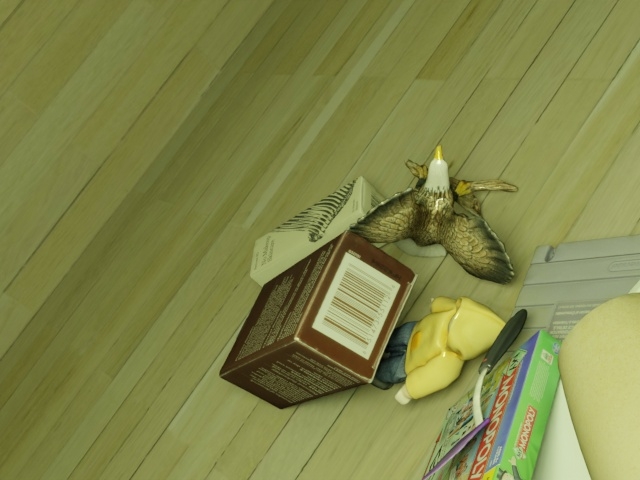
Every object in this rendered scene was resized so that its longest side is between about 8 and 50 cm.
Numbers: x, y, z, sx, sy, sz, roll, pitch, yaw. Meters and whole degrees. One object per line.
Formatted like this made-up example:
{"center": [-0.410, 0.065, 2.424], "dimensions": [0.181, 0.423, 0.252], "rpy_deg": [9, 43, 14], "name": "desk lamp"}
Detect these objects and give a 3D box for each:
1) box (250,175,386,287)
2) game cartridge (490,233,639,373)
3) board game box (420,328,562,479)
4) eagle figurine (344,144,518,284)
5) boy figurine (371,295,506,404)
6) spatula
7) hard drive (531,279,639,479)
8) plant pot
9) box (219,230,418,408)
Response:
{"center": [0.000, 0.000, 1.873], "dimensions": [0.275, 0.094, 0.113], "rpy_deg": [-31, 33, 27], "name": "box"}
{"center": [0.398, 0.095, 1.272], "dimensions": [0.355, 0.068, 0.230], "rpy_deg": [-8, 52, 49], "name": "game cartridge"}
{"center": [0.185, 0.270, 1.187], "dimensions": [0.213, 0.046, 0.317], "rpy_deg": [-52, 3, 41], "name": "board game box"}
{"center": [0.173, -0.034, 1.525], "dimensions": [0.226, 0.225, 0.298], "rpy_deg": [-24, 22, 22], "name": "eagle figurine"}
{"center": [0.156, 0.154, 1.435], "dimensions": [0.285, 0.092, 0.177], "rpy_deg": [-28, 32, 60], "name": "boy figurine"}
{"center": [0.201, 0.181, 1.219], "dimensions": [0.296, 0.030, 0.084], "rpy_deg": [-55, 0, -41], "name": "spatula"}
{"center": [0.340, 0.217, 1.142], "dimensions": [0.307, 0.040, 0.203], "rpy_deg": [-53, 36, 12], "name": "hard drive"}
{"center": [0.355, 0.187, 0.954], "dimensions": [0.256, 0.256, 0.274], "rpy_deg": [-42, 45, 11], "name": "plant pot"}
{"center": [-0.016, 0.139, 1.567], "dimensions": [0.191, 0.143, 0.381], "rpy_deg": [-64, 14, -23], "name": "box"}
